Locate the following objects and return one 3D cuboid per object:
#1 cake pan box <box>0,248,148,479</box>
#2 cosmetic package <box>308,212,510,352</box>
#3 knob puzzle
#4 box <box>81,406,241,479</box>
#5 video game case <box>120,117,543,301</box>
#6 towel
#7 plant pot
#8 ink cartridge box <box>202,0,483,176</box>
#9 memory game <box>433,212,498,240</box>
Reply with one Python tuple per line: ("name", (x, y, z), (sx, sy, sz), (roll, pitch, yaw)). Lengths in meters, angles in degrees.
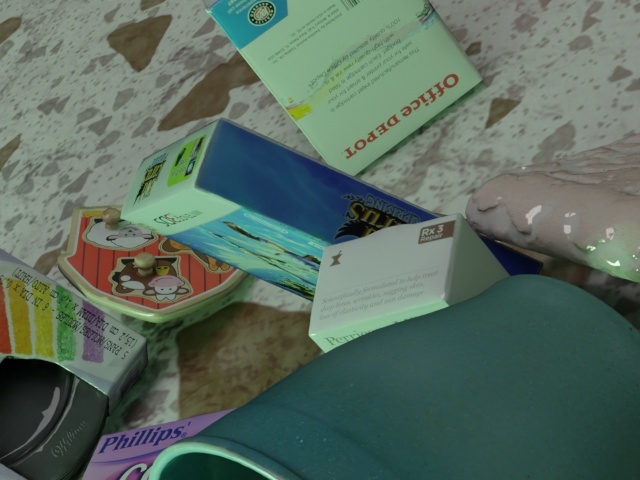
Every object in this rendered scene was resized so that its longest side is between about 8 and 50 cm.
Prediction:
("cake pan box", (-0.324, 0.133, 1.779), (0.267, 0.070, 0.246), (32, 67, 11))
("cosmetic package", (0.102, 0.089, 1.389), (0.117, 0.231, 0.085), (-16, 46, 31))
("knob puzzle", (-0.153, 0.011, 1.835), (0.213, 0.030, 0.213), (0, 33, 0))
("box", (-0.096, 0.257, 1.475), (0.213, 0.117, 0.243), (-14, 36, 33))
("video game case", (0.000, 0.000, 1.502), (0.061, 0.269, 0.244), (-69, 15, -10))
("towel", (0.323, -0.036, 1.365), (0.317, 0.053, 0.332), (-22, 23, -33))
("plant pot", (0.081, 0.159, 1.159), (0.255, 0.271, 0.272), (-38, 29, -29))
("ink cartridge box", (0.009, -0.214, 1.858), (0.171, 0.232, 0.168), (-35, 31, 5))
("memory game", (0.172, -0.001, 1.510), (0.186, 0.186, 0.012), (14, 94, 51))
